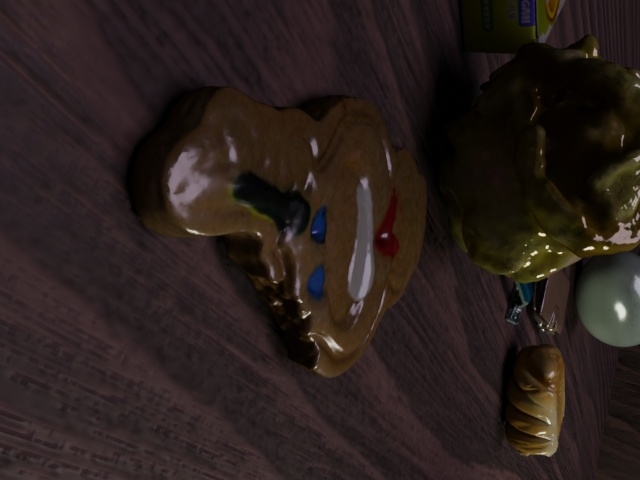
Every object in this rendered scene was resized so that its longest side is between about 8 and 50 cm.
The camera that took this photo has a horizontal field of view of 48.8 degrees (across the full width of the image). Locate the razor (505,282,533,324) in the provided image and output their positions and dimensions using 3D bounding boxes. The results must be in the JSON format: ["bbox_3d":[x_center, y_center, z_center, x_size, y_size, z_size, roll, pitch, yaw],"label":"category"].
[{"bbox_3d":[0.263,0.047,0.951,0.068,0.037,0.191,-67,149,-22],"label":"razor"}]

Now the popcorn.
[{"bbox_3d":[0.223,-0.075,0.652,0.259,0.259,0.212,0,62,-61],"label":"popcorn"}]

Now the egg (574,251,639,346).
[{"bbox_3d":[0.643,0.122,1.517,0.264,0.183,0.182,58,48,-43],"label":"egg"}]

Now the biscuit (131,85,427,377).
[{"bbox_3d":[0.002,-0.009,0.454,0.320,0.047,0.183,34,65,-58],"label":"biscuit"}]

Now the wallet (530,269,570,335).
[{"bbox_3d":[0.389,0.096,1.196,0.153,0.039,0.118,40,61,-54],"label":"wallet"}]

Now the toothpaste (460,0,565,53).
[{"bbox_3d":[0.233,-0.325,0.749,0.327,0.077,0.110,-56,145,-38],"label":"toothpaste"}]

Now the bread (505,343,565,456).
[{"bbox_3d":[0.328,0.241,1.076,0.119,0.084,0.177,-34,126,-55],"label":"bread"}]
